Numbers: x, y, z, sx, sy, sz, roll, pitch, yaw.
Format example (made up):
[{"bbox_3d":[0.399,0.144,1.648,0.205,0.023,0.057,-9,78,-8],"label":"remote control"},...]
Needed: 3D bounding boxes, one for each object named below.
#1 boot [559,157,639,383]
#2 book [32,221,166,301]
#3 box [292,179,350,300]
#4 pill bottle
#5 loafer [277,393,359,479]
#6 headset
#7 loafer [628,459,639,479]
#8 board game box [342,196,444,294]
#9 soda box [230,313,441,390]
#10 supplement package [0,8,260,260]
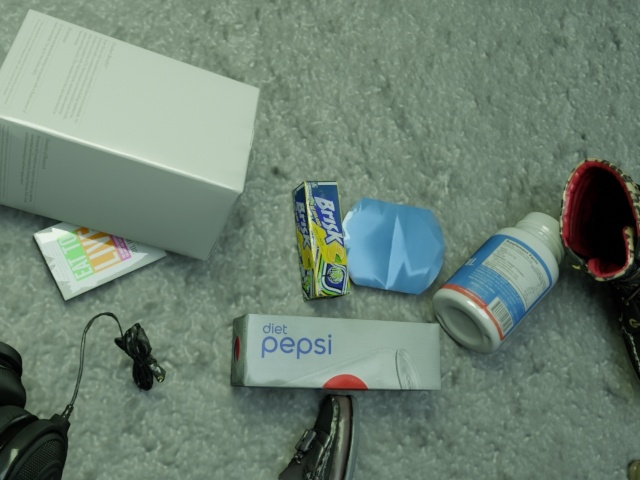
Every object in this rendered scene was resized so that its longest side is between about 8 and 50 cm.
[{"bbox_3d":[0.486,0.065,1.093,0.284,0.138,0.378,18,66,-48],"label":"boot"},{"bbox_3d":[-0.292,0.008,0.948,0.144,0.035,0.096,-27,90,-25],"label":"book"},{"bbox_3d":[0.000,0.000,1.037,0.054,0.059,0.169,-3,80,-23],"label":"box"},{"bbox_3d":[0.285,0.058,1.093,0.221,0.124,0.124,-41,94,-23],"label":"pill bottle"},{"bbox_3d":[-0.023,0.346,0.935,0.095,0.109,0.303,16,77,-12],"label":"loafer"},{"bbox_3d":[-0.366,0.221,0.807,0.394,0.185,0.243,-34,62,-22],"label":"headset"},{"bbox_3d":[0.536,0.430,1.143,0.056,0.050,0.148,-10,82,-21],"label":"loafer"},{"bbox_3d":[0.105,0.011,1.089,0.168,0.033,0.133,9,81,-12],"label":"board game box"},{"bbox_3d":[0.023,0.159,0.994,0.286,0.091,0.098,6,77,-18],"label":"soda box"},{"bbox_3d":[-0.246,-0.121,0.890,0.292,0.175,0.178,17,53,-15],"label":"supplement package"}]
